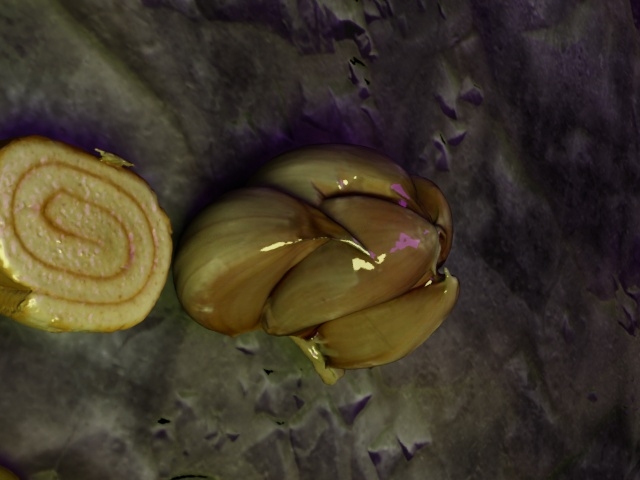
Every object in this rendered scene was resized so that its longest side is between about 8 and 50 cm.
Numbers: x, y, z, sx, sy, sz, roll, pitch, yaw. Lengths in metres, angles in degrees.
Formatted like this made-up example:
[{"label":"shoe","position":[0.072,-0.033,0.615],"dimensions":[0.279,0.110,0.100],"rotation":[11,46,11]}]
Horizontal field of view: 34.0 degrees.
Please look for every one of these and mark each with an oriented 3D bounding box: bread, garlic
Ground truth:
[{"label":"bread","position":[-0.165,0.000,0.677],"dimensions":[0.149,0.073,0.122],"rotation":[19,74,-44]},{"label":"garlic","position":[0.000,0.000,0.802],"dimensions":[0.214,0.191,0.160],"rotation":[28,41,-30]}]

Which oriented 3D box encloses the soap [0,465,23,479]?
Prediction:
[{"label":"soap","position":[-0.220,0.199,0.616],"dimensions":[0.140,0.045,0.089],"rotation":[-52,125,-37]}]
